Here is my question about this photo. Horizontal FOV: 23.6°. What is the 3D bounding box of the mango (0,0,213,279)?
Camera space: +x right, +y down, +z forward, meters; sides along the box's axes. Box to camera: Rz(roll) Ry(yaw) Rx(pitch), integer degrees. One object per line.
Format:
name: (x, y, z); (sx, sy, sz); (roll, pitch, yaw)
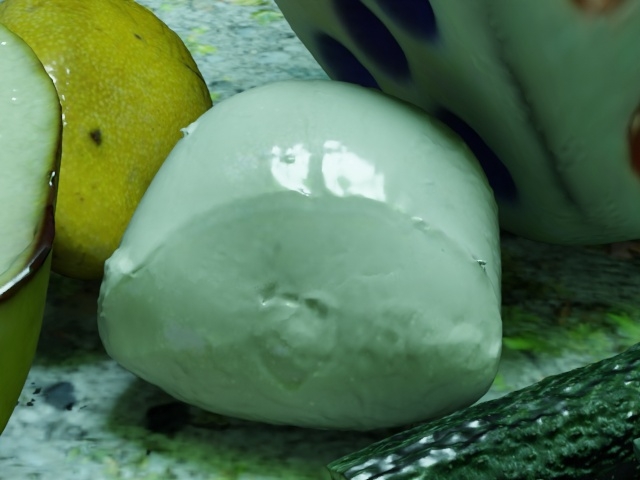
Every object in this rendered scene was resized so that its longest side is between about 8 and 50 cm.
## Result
mango: (-0.127, -0.073, 0.874); (0.109, 0.157, 0.262); (-36, 23, 12)

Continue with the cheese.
cheese: (0.000, 0.000, 0.790); (0.198, 0.154, 0.189); (8, 29, 6)

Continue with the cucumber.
cucumber: (0.110, 0.102, 0.726); (0.241, 0.074, 0.074); (-17, 40, -31)

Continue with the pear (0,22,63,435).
pear: (-0.282, 0.021, 0.684); (0.340, 0.191, 0.386); (-19, 43, -32)

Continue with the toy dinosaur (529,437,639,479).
toy dinosaur: (0.173, 0.150, 0.656); (0.363, 0.076, 0.147); (-13, 75, -30)

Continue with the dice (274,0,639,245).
dice: (0.124, -0.199, 0.895); (0.277, 0.304, 0.304); (-41, 42, -13)
